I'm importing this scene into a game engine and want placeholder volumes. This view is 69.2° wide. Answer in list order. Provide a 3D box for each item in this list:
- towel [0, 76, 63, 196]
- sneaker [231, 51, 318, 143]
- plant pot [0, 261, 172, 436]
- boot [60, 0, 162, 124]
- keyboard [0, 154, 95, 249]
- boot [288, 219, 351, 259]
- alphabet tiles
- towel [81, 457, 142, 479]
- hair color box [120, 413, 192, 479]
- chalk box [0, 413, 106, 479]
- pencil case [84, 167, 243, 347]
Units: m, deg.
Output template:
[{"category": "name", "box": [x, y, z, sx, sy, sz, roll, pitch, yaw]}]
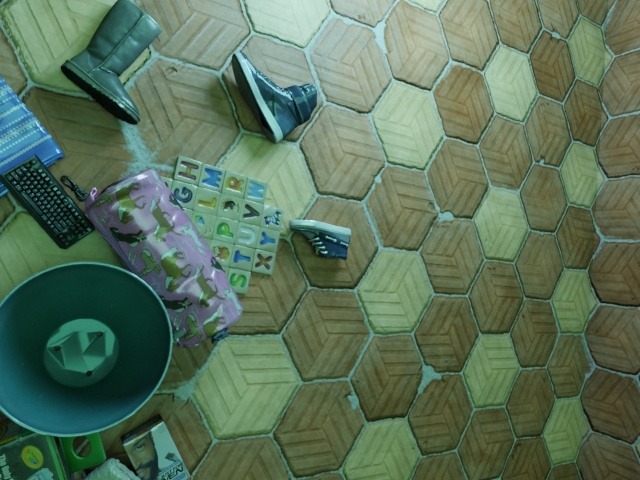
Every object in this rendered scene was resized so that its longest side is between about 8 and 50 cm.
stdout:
[{"category": "towel", "box": [-0.681, -0.227, 0.838, 0.243, 0.040, 0.336, -42, 110, -23]}, {"category": "sneaker", "box": [-0.104, -0.375, 1.130, 0.163, 0.086, 0.226, -36, 117, -13]}, {"category": "plant pot", "box": [-0.445, 0.204, 0.869, 0.290, 0.195, 0.290, 9, 70, -26]}, {"category": "boot", "box": [-0.408, -0.378, 0.983, 0.189, 0.076, 0.208, 43, 64, -25]}, {"category": "keyboard", "box": [-0.522, -0.081, 0.918, 0.108, 0.023, 0.180, -43, 123, -26]}, {"category": "boot", "box": [0.000, 0.000, 1.209, 0.190, 0.069, 0.086, 10, 82, -31]}, {"category": "alphabet tiles", "box": [-0.253, -0.031, 1.099, 0.342, 0.011, 0.285, 14, 84, -29]}, {"category": "towel", "box": [-0.408, 0.591, 0.962, 0.187, 0.049, 0.282, -38, 108, -3]}, {"category": "hair color box", "box": [-0.358, 0.483, 1.018, 0.093, 0.053, 0.167, -27, 102, -26]}, {"category": "chalk box", "box": [-0.552, 0.418, 0.838, 0.288, 0.179, 0.180, -16, 97, -30]}, {"category": "pencil case", "box": [-0.319, 0.041, 0.969, 0.160, 0.167, 0.386, -27, 105, 7]}]
